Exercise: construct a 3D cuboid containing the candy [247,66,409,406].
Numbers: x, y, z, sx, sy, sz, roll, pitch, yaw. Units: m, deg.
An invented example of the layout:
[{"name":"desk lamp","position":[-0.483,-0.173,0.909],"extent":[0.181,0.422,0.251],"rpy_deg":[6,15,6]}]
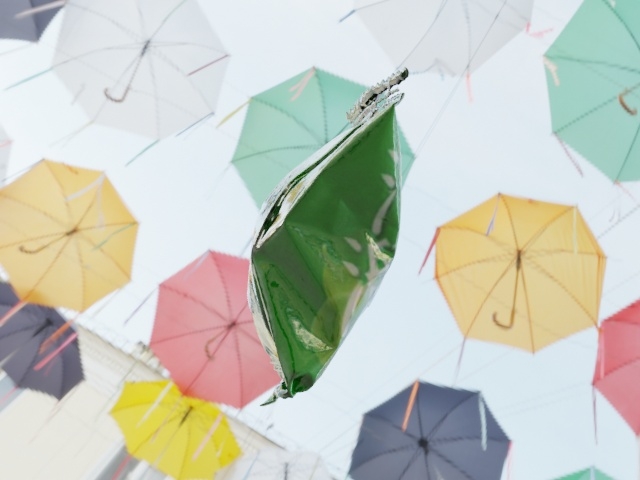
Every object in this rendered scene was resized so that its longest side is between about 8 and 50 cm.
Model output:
[{"name":"candy","position":[-0.003,-0.001,0.540],"extent":[0.078,0.141,0.203],"rpy_deg":[20,-94,-22]}]
